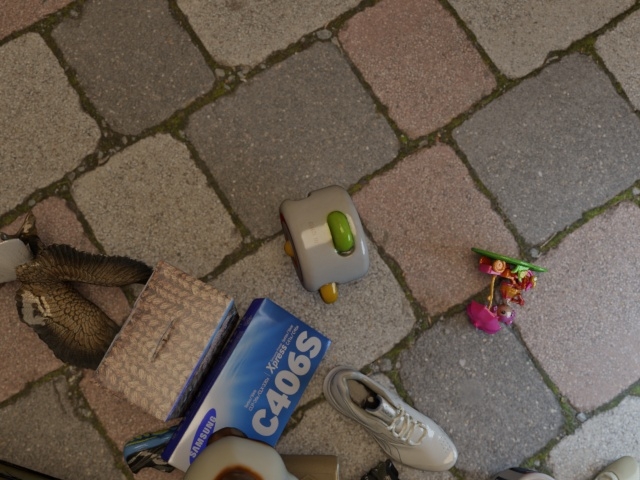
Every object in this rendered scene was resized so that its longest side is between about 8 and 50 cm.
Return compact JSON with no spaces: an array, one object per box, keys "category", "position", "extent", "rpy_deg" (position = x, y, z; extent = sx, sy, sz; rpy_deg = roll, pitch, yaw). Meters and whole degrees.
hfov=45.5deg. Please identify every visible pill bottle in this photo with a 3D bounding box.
[{"category":"pill bottle","position":[0.376,0.479,1.421],"extent":[0.108,0.180,0.107],"rpy_deg":[1,79,-3]}]

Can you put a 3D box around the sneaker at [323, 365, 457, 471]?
[{"category":"sneaker","position":[0.134,0.349,1.460],"extent":[0.297,0.129,0.111],"rpy_deg":[33,77,2]}]

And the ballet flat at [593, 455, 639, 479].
[{"category":"ballet flat","position":[0.538,0.521,1.467],"extent":[0.086,0.086,0.248],"rpy_deg":[26,78,2]}]

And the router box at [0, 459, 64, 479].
[{"category":"router box","position":[-0.528,0.459,1.337],"extent":[0.309,0.243,0.081],"rpy_deg":[18,78,0]}]

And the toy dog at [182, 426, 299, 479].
[{"category":"toy dog","position":[-0.180,0.513,1.257],"extent":[0.396,0.284,0.407],"rpy_deg":[28,97,-6]}]

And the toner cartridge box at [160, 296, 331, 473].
[{"category":"toner cartridge box","position":[-0.135,0.295,1.439],"extent":[0.165,0.075,0.347],"rpy_deg":[34,71,-15]}]

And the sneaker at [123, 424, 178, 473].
[{"category":"sneaker","position":[-0.280,0.402,1.463],"extent":[0.188,0.067,0.078],"rpy_deg":[-11,101,-7]}]

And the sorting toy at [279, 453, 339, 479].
[{"category":"sorting toy","position":[-0.018,0.509,1.388],"extent":[0.307,0.041,0.228],"rpy_deg":[-7,76,27]}]

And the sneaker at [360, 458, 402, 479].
[{"category":"sneaker","position":[0.072,0.482,1.456],"extent":[0.228,0.087,0.130],"rpy_deg":[3,55,14]}]

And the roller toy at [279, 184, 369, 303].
[{"category":"roller toy","position":[0.000,0.000,1.492],"extent":[0.146,0.209,0.191],"rpy_deg":[-17,45,-7]}]

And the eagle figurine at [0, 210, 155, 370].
[{"category":"eagle figurine","position":[-0.475,0.080,1.449],"extent":[0.298,0.226,0.225],"rpy_deg":[35,58,9]}]

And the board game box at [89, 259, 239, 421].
[{"category":"board game box","position":[-0.266,0.189,1.383],"extent":[0.141,0.291,0.232],"rpy_deg":[28,79,2]}]

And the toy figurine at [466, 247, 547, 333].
[{"category":"toy figurine","position":[0.365,0.112,1.548],"extent":[0.173,0.130,0.159],"rpy_deg":[15,92,-25]}]
